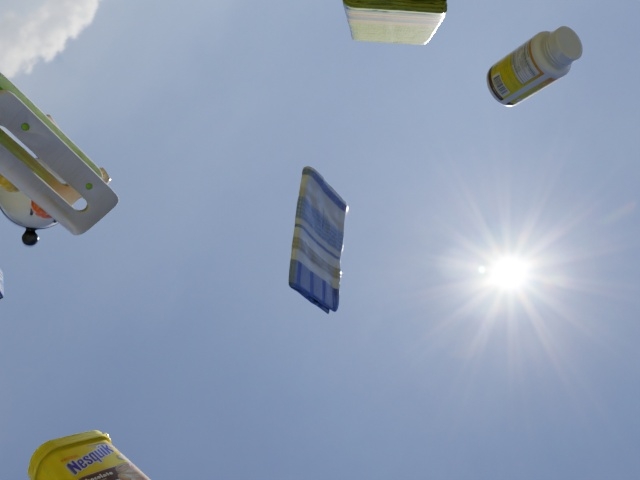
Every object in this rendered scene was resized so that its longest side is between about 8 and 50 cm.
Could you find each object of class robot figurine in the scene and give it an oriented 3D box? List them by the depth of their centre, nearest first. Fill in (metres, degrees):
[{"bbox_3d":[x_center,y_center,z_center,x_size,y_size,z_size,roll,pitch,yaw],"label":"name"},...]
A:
[{"bbox_3d":[-0.692,-0.109,1.505,0.173,0.209,0.278,-33,-166,-23],"label":"robot figurine"}]

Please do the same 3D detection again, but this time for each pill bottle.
[{"bbox_3d":[0.504,-0.413,1.460,0.215,0.117,0.117,-28,-152,58],"label":"pill bottle"}]

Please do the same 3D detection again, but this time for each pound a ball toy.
[{"bbox_3d":[-0.503,-0.140,1.099,0.136,0.319,0.208,-41,-136,-6],"label":"pound a ball toy"}]

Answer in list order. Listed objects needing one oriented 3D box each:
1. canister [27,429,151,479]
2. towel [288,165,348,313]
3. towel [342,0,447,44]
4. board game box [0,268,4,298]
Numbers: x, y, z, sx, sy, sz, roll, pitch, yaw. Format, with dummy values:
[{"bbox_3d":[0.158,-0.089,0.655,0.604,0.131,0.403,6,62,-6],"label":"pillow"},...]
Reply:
[{"bbox_3d":[-0.329,0.360,0.912,0.170,0.126,0.073,23,-80,34],"label":"canister"},{"bbox_3d":[0.000,0.000,1.368,0.034,0.209,0.285,-5,-116,26],"label":"towel"},{"bbox_3d":[0.081,-0.249,0.699,0.102,0.021,0.237,6,-169,4],"label":"towel"},{"bbox_3d":[-0.888,0.133,1.555,0.165,0.042,0.243,-29,-157,-19],"label":"board game box"}]
